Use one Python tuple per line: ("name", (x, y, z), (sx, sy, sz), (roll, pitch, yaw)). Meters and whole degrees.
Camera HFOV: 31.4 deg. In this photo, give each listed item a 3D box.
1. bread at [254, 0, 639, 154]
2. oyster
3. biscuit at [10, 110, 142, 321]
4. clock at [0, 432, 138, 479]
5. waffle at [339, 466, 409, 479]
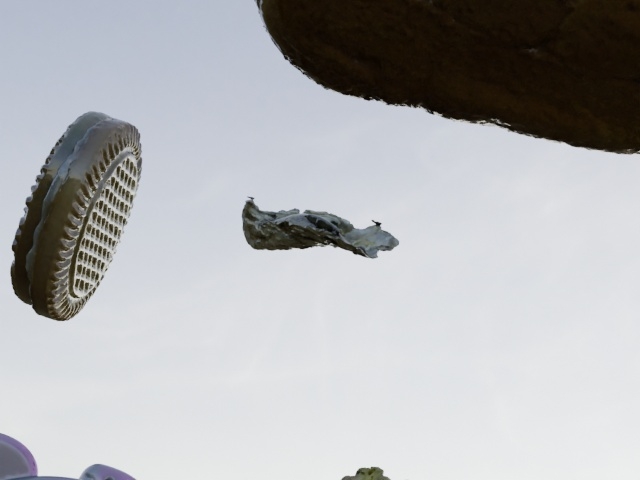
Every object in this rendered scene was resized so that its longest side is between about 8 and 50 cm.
("bread", (0.126, -0.125, 0.650), (0.344, 0.084, 0.124), (13, -59, 10))
("oyster", (0.001, -0.003, 1.308), (0.106, 0.061, 0.200), (1, 11, -35))
("biscuit", (-0.276, -0.028, 1.300), (0.079, 0.259, 0.259), (19, -32, 4))
("clock", (-0.189, 0.269, 0.806), (0.248, 0.227, 0.090), (20, -22, -10))
("waffle", (-0.002, 0.382, 1.307), (0.060, 0.312, 0.307), (34, -21, 35))
